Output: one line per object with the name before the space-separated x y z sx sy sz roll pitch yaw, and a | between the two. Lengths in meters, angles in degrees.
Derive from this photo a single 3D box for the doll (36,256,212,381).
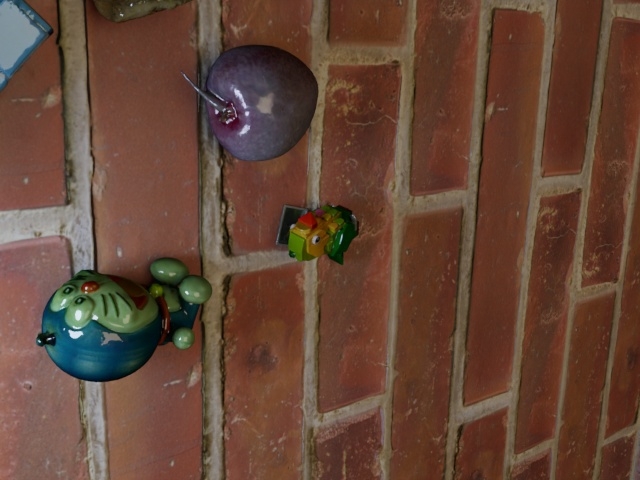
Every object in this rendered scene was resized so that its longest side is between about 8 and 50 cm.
doll | -0.349 0.144 1.277 0.322 0.198 0.186 -6 119 -45

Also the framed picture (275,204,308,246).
framed picture | -0.061 -0.030 1.557 0.066 0.006 0.089 9 96 -37

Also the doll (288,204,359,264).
doll | 0.003 -0.008 1.539 0.186 0.106 0.134 -5 120 -55

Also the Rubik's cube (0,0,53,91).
Rubik's cube | -0.551 -0.291 0.991 0.231 0.221 0.224 -53 127 -13

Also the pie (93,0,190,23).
pie | -0.285 -0.419 1.198 0.193 0.163 0.079 -29 137 -20

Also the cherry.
cherry | -0.116 -0.257 1.344 0.266 0.183 0.213 -19 116 -29
